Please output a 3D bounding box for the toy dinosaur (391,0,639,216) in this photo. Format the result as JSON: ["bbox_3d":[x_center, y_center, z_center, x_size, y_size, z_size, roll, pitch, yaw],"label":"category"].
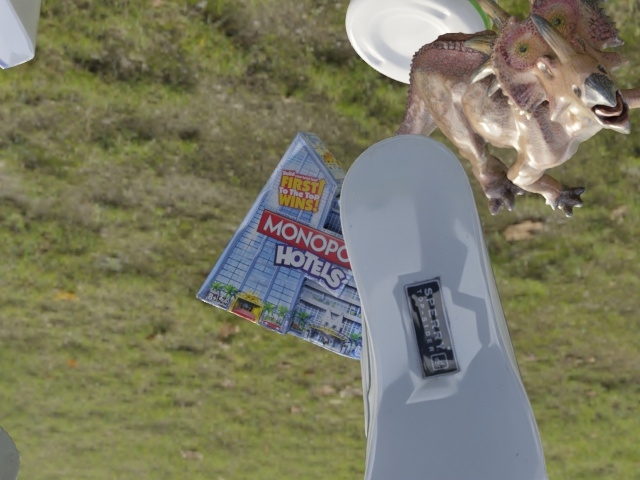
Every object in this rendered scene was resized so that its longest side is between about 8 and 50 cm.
[{"bbox_3d":[0.138,-0.119,0.702,0.296,0.127,0.200,7,158,48],"label":"toy dinosaur"}]

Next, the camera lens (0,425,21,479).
[{"bbox_3d":[-0.659,0.448,1.553,0.219,0.219,0.274,19,119,-32],"label":"camera lens"}]

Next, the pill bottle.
[{"bbox_3d":[0.123,-0.289,0.917,0.136,0.245,0.136,16,153,8],"label":"pill bottle"}]

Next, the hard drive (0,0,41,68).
[{"bbox_3d":[-0.335,-0.324,0.892,0.040,0.318,0.210,-21,125,0],"label":"hard drive"}]

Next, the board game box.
[{"bbox_3d":[0.000,0.000,0.906,0.194,0.194,0.060,21,-170,13],"label":"board game box"}]

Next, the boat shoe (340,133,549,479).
[{"bbox_3d":[0.067,0.076,0.474,0.095,0.258,0.084,-5,171,13],"label":"boat shoe"}]
